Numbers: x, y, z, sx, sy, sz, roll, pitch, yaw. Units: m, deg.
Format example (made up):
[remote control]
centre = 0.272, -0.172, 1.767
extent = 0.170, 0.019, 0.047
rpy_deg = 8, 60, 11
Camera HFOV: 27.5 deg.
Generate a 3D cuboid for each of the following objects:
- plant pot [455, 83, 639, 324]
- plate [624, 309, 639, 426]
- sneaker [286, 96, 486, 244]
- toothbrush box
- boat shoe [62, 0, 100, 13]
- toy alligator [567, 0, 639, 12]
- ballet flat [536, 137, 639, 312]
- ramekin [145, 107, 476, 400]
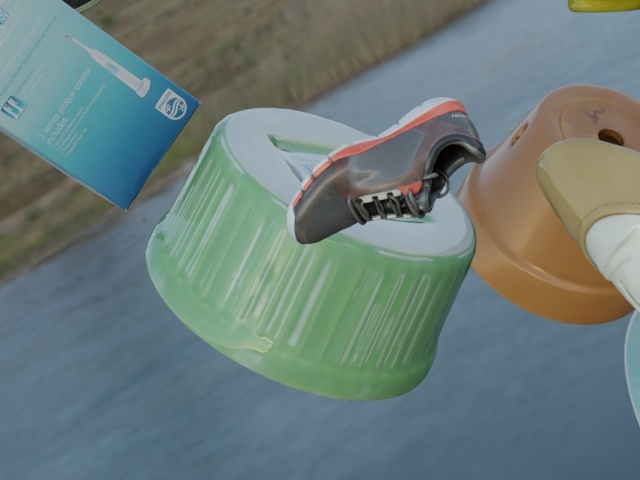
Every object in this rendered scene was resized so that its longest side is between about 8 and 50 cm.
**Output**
[plant pot]
centre = 0.339, -0.063, 1.701
extent = 0.291, 0.291, 0.203
rpy_deg = -38, -20, -40
[plate]
centre = 0.288, 0.121, 0.944
extent = 0.024, 0.188, 0.188
rpy_deg = -18, 5, -21
[sneaker]
centre = 0.048, -0.039, 0.930
extent = 0.158, 0.065, 0.061
rpy_deg = -35, -33, 2
[toothbrush box]
centre = -0.286, -0.171, 1.199
extent = 0.126, 0.295, 0.216
rpy_deg = -55, 26, -4
[boat shoe]
centre = -0.287, -0.275, 1.433
extent = 0.152, 0.056, 0.049
rpy_deg = -28, -24, 21
[toy alligator]
centre = 0.149, -0.113, 0.460
extent = 0.189, 0.056, 0.051
rpy_deg = 0, 14, 20
[ballet flat]
centre = 0.218, 0.024, 0.731
extent = 0.073, 0.232, 0.080
rpy_deg = -58, -2, -41
[ramekin]
centre = 0.000, 0.000, 1.246
extent = 0.148, 0.303, 0.303
rpy_deg = -65, -5, 25
